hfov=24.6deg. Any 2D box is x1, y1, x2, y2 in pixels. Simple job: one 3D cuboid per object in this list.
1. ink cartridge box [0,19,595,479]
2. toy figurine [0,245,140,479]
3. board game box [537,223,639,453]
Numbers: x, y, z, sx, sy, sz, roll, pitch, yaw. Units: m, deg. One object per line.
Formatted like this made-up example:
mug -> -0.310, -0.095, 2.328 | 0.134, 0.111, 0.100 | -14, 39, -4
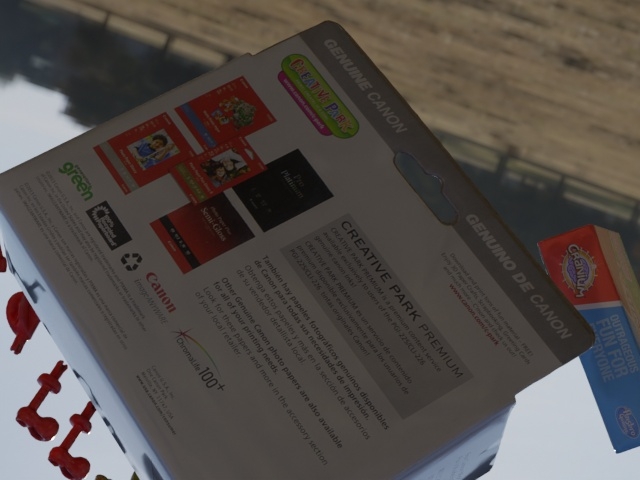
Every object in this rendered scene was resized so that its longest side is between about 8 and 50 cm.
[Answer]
ink cartridge box -> -0.022, 0.043, 0.965 | 0.309, 0.271, 0.130 | 54, 161, 23
toy figurine -> -0.115, 0.121, 1.255 | 0.217, 0.191, 0.362 | -5, 131, 43
board game box -> 0.342, 0.108, 1.690 | 0.064, 0.242, 0.316 | -21, 173, 15
